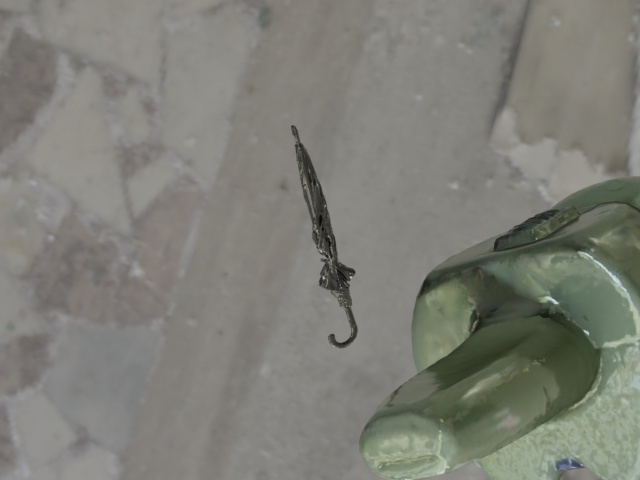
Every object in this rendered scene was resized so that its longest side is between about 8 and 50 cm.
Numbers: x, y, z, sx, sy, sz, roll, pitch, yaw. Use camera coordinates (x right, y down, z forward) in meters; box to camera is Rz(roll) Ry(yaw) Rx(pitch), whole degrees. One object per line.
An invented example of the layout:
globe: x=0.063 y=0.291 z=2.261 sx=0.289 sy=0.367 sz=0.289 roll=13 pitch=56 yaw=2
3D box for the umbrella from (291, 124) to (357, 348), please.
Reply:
umbrella: x=0.004 y=-0.002 z=0.812 sx=0.022 sy=0.022 sz=0.149 roll=-23 pitch=125 yaw=-19

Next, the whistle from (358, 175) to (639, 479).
whistle: x=0.092 y=0.034 z=0.523 sx=0.244 sy=0.110 sz=0.092 roll=-26 pitch=100 yaw=-54
